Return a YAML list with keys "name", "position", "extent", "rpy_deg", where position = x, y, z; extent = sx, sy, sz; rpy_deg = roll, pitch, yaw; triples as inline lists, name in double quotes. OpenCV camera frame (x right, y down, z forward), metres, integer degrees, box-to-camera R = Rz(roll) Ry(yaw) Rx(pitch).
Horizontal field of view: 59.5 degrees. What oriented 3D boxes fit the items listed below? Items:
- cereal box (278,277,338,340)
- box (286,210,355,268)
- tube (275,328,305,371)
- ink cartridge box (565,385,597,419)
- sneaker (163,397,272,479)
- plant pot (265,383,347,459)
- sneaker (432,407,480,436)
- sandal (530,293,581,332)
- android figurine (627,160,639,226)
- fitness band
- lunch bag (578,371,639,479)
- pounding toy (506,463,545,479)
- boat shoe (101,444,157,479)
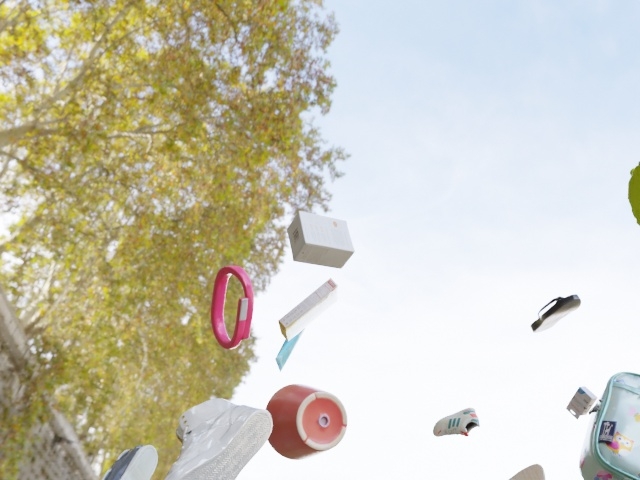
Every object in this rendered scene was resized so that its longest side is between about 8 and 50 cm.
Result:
- name: "cereal box"
  position: [-0.040, 0.246, 1.976]
  extent: [0.047, 0.240, 0.173]
  rpy_deg: [46, -17, 19]
- name: "box"
  position: [0.000, 0.000, 1.695]
  extent: [0.171, 0.130, 0.091]
  rpy_deg: [11, -45, -27]
- name: "tube"
  position: [-0.122, 0.409, 2.184]
  extent: [0.052, 0.207, 0.080]
  rpy_deg: [0, -52, 28]
- name: "ink cartridge box"
  position: [0.736, 0.459, 1.580]
  extent: [0.028, 0.048, 0.083]
  rpy_deg: [4, -61, -31]
- name: "sneaker"
  position: [-0.246, 0.424, 1.086]
  extent: [0.169, 0.292, 0.108]
  rpy_deg: [2, -62, 42]
- name: "plant pot"
  position: [-0.039, 0.645, 2.000]
  extent: [0.275, 0.275, 0.243]
  rpy_deg: [26, -26, -16]
- name: "sneaker"
  position: [0.446, 0.612, 1.831]
  extent: [0.161, 0.075, 0.057]
  rpy_deg: [-28, -59, 6]
- name: "sandal"
  position: [0.700, 0.218, 1.706]
  extent: [0.097, 0.054, 0.254]
  rpy_deg: [-12, -26, -12]
- name: "android figurine"
  position: [0.737, -0.082, 1.139]
  extent: [0.056, 0.273, 0.248]
  rpy_deg: [-17, -69, -12]
- name: "fitness band"
  position: [-0.305, 0.228, 1.918]
  extent: [0.054, 0.209, 0.290]
  rpy_deg: [-2, -69, -37]
- name: "lunch bag"
  position: [0.579, 0.343, 0.910]
  extent: [0.279, 0.224, 0.108]
  rpy_deg: [21, -39, 24]
- name: "pounding toy"
  position: [0.318, 0.449, 0.767]
  extent: [0.154, 0.269, 0.155]
  rpy_deg: [-9, -32, 7]
- name: "boat shoe"
  position: [-0.562, 0.692, 1.535]
  extent: [0.091, 0.302, 0.114]
  rpy_deg: [-14, -74, 23]
